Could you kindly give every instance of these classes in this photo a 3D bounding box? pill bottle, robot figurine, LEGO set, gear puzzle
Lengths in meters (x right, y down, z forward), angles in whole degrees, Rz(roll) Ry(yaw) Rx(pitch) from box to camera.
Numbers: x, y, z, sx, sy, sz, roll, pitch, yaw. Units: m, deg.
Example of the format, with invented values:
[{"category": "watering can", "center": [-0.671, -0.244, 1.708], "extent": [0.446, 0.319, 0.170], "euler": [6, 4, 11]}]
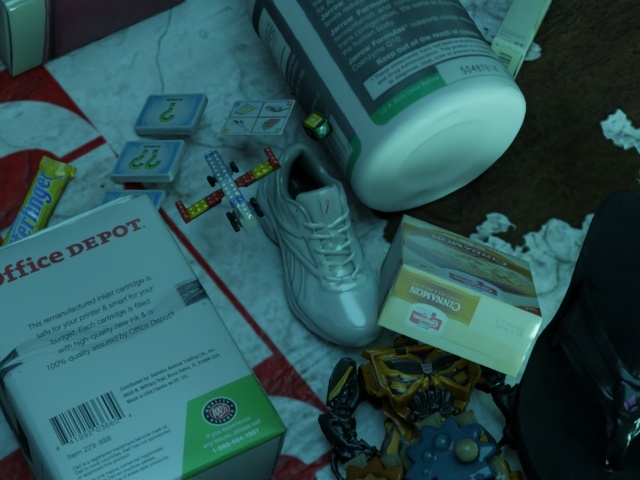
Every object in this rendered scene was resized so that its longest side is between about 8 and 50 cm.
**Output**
[{"category": "pill bottle", "center": [0.047, -0.227, 1.676], "extent": [0.204, 0.204, 0.361], "euler": [-21, 65, -19]}, {"category": "robot figurine", "center": [0.118, 0.212, 1.491], "extent": [0.211, 0.085, 0.291], "euler": [-8, 61, -13]}, {"category": "LEGO set", "center": [-0.115, -0.091, 1.599], "extent": [0.244, 0.060, 0.182], "euler": [2, 54, 28]}, {"category": "gear puzzle", "center": [0.021, 0.287, 1.392], "extent": [0.339, 0.044, 0.175], "euler": [-30, 60, 4]}]

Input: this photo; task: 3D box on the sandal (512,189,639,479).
[{"category": "sandal", "center": [0.295, 0.092, 1.530], "extent": [0.168, 0.107, 0.445], "euler": [17, 47, 3]}]

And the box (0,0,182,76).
[{"category": "box", "center": [-0.278, -0.310, 1.727], "extent": [0.232, 0.127, 0.148], "euler": [-28, 67, -21]}]

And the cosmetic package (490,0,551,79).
[{"category": "cosmetic package", "center": [0.231, -0.248, 1.798], "extent": [0.041, 0.060, 0.115], "euler": [25, 61, 6]}]

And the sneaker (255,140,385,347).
[{"category": "sneaker", "center": [0.000, 0.000, 1.584], "extent": [0.090, 0.115, 0.232], "euler": [-20, 64, -20]}]

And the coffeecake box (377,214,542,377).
[{"category": "coffeecake box", "center": [0.134, 0.050, 1.530], "extent": [0.142, 0.068, 0.185], "euler": [21, 16, -3]}]

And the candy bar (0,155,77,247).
[{"category": "candy bar", "center": [-0.300, -0.018, 1.613], "extent": [0.040, 0.018, 0.161], "euler": [19, 58, 4]}]

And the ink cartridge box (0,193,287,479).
[{"category": "ink cartridge box", "center": [-0.195, 0.127, 1.478], "extent": [0.211, 0.121, 0.289], "euler": [-23, 65, -20]}]
